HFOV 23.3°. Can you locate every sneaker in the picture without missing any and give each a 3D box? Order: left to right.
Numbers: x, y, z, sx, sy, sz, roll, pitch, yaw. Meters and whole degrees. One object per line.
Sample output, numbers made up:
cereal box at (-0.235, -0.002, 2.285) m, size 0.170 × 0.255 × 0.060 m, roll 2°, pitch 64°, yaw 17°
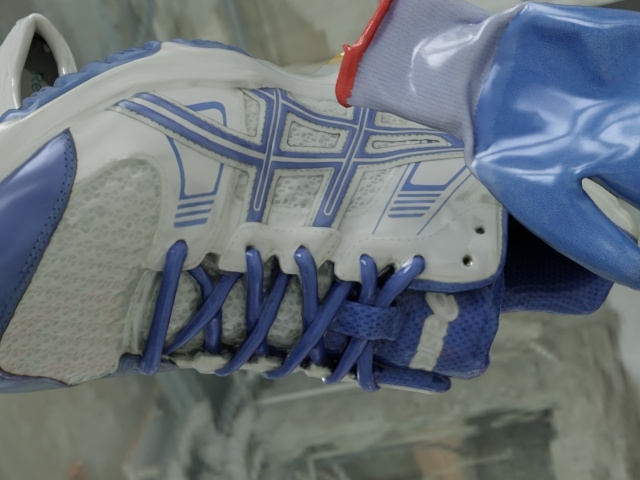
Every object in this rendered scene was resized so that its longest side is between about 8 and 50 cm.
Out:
sneaker at (-0.176, -0.045, 1.012) m, size 0.094 × 0.080 × 0.212 m, roll 145°, pitch 112°, yaw -72°
sneaker at (0.000, 0.000, 0.548) m, size 0.296 × 0.131 × 0.112 m, roll -19°, pitch -40°, yaw -39°

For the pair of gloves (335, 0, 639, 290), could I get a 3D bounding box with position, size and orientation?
pair of gloves at (0.104, -0.089, 0.488) m, size 0.198 × 0.159 × 0.023 m, roll -65°, pitch -16°, yaw -4°
